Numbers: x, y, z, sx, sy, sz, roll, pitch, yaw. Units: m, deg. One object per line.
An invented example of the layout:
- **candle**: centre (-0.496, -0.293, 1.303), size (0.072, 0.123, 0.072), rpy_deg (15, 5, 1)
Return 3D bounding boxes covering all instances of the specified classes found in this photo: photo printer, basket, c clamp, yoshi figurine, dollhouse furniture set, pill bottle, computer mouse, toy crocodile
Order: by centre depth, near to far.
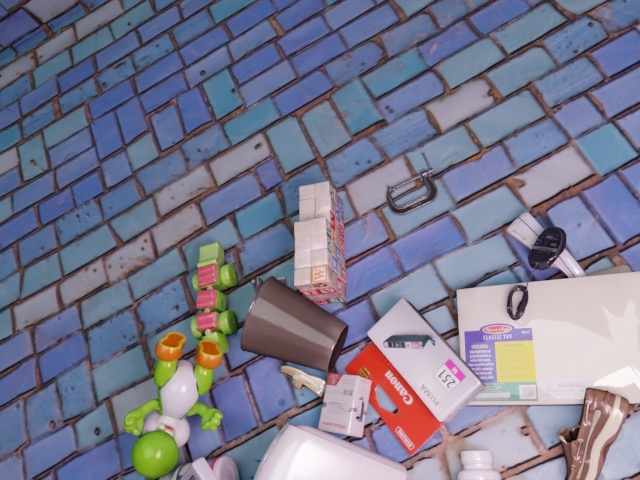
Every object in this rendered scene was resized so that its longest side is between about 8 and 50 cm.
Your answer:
- **pill bottle**: centre (0.336, 0.533, 1.252), size (0.094, 0.094, 0.170), rpy_deg (-8, 66, 16)
- **photo printer**: centre (0.005, 0.550, 1.274), size (0.307, 0.107, 0.256), rpy_deg (26, 75, -9)
- **computer mouse**: centre (0.484, 0.075, 1.331), size (0.071, 0.041, 0.242), rpy_deg (16, 71, 55)
- **pill bottle**: centre (-0.297, 0.591, 1.442), size (0.180, 0.108, 0.108), rpy_deg (-18, 63, 18)
- **yoshi figurine**: centre (-0.361, 0.423, 1.445), size (0.203, 0.203, 0.362), rpy_deg (26, 104, 32)
- **basket**: centre (-0.057, 0.223, 1.484), size (0.226, 0.154, 0.205), rpy_deg (20, 93, 15)
- **dollhouse furniture set**: centre (-0.144, 0.152, 1.593), size (0.090, 0.081, 0.114), rpy_deg (-12, 65, 15)
- **c clamp**: centre (0.246, -0.144, 1.621), size (0.160, 0.022, 0.137), rpy_deg (-30, 66, 4)
- **toy crocodile**: centre (-0.298, 0.159, 1.632), size (0.115, 0.105, 0.341), rpy_deg (-12, 64, 14)

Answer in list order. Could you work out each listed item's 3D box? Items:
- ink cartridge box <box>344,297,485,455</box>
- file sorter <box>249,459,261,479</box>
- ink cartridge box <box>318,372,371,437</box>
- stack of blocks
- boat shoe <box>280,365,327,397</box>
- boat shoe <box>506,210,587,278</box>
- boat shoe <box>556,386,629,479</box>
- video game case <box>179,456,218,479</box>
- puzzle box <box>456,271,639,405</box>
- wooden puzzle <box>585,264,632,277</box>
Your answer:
- **ink cartridge box**: centre (0.200, 0.311, 1.383), size (0.239, 0.060, 0.275), rpy_deg (-46, 56, 7)
- **file sorter**: centre (-0.116, 0.602, 1.371), size (0.104, 0.118, 0.170), rpy_deg (9, 71, 26)
- **ink cartridge box**: centre (0.058, 0.391, 1.417), size (0.099, 0.056, 0.135), rpy_deg (-6, 64, 43)
- **stack of blocks**: centre (0.000, 0.000, 1.558), size (0.087, 0.171, 0.297), rpy_deg (-8, 65, 16)
- **boat shoe**: centre (-0.046, 0.352, 1.491), size (0.135, 0.050, 0.045), rpy_deg (15, 68, 24)
- **boat shoe**: centre (0.533, 0.030, 1.418), size (0.075, 0.083, 0.226), rpy_deg (-41, 48, 12)
- **boat shoe**: centre (0.524, 0.411, 1.204), size (0.095, 0.095, 0.258), rpy_deg (22, 102, 19)
- **video game case**: centre (-0.235, 0.665, 1.290), size (0.300, 0.036, 0.329), rpy_deg (50, 131, 19)
- **puzzle box**: centre (0.509, 0.222, 1.308), size (0.408, 0.052, 0.272), rpy_deg (-8, 69, 26)
- **wooden puzzle**: centre (0.619, 0.184, 1.331), size (0.220, 0.044, 0.239), rpy_deg (-18, 63, 12)
